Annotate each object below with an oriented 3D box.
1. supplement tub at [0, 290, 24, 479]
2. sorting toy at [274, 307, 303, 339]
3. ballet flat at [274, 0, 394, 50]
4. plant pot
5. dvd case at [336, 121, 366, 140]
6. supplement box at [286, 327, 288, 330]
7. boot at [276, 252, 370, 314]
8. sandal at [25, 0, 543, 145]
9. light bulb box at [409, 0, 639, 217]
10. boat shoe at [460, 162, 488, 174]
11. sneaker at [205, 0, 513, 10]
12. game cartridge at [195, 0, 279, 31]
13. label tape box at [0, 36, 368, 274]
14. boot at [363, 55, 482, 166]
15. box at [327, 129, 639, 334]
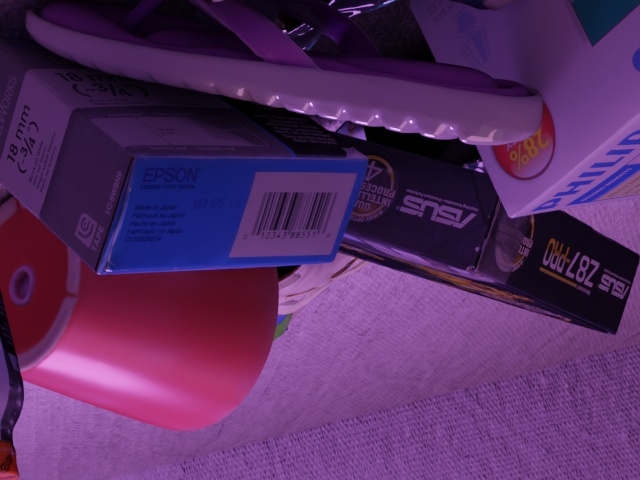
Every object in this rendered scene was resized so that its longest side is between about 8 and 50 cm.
[{"bbox_3d":[-0.379,0.066,1.487,0.207,0.338,0.207,-16,165,-5],"label":"supplement tub"},{"bbox_3d":[-0.058,0.059,2.115,0.208,0.038,0.193,-53,149,2],"label":"sorting toy"},{"bbox_3d":[-0.011,-0.206,1.455,0.074,0.074,0.203,-2,165,-43],"label":"ballet flat"},{"bbox_3d":[-0.224,0.061,1.827,0.275,0.274,0.243,-29,152,37],"label":"plant pot"},{"bbox_3d":[0.076,-0.104,1.965,0.180,0.022,0.253,-7,162,-30],"label":"dvd case"},{"bbox_3d":[-0.157,0.079,2.190,0.111,0.113,0.220,-25,161,30],"label":"supplement box"},{"bbox_3d":[0.000,0.000,1.971,0.213,0.077,0.165,-39,164,4],"label":"boot"},{"bbox_3d":[-0.024,-0.161,1.344,0.416,0.102,0.169,13,-169,11],"label":"sandal"},{"bbox_3d":[0.334,-0.211,1.389,0.361,0.225,0.358,-8,156,-39],"label":"light bulb box"},{"bbox_3d":[0.194,-0.087,2.037,0.095,0.079,0.254,-6,161,-33],"label":"boat shoe"},{"bbox_3d":[-0.001,-0.243,1.246,0.182,0.127,0.315,-22,157,31],"label":"sneaker"},{"bbox_3d":[-0.068,-0.193,1.446,0.017,0.056,0.083,-50,-172,-38],"label":"game cartridge"},{"bbox_3d":[-0.162,-0.096,1.422,0.241,0.334,0.105,-2,119,-43],"label":"label tape box"},{"bbox_3d":[0.307,-0.179,1.762,0.445,0.146,0.367,-3,158,-29],"label":"boot"},{"bbox_3d":[0.066,-0.028,1.630,0.395,0.097,0.318,18,175,33],"label":"box"}]
